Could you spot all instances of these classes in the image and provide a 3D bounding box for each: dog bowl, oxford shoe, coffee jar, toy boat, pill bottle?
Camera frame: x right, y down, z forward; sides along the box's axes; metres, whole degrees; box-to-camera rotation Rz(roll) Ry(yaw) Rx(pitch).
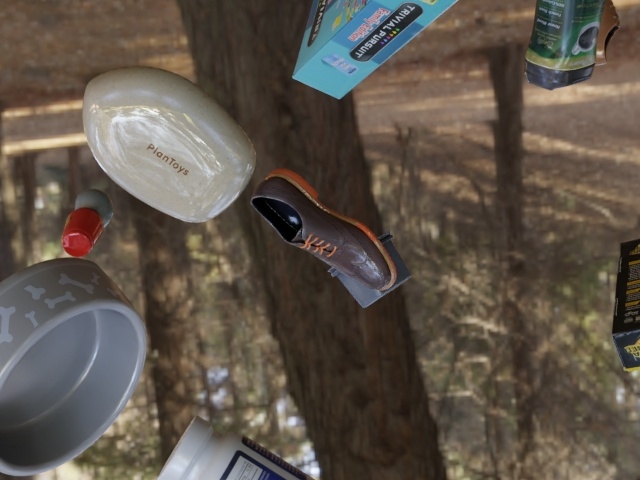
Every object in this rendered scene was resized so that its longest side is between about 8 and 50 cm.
[{"bbox_3d":[-0.408,0.201,1.572,0.102,0.349,0.348,32,-156,29],"label":"dog bowl"},{"bbox_3d":[0.000,0.000,1.677,0.271,0.097,0.098,37,-144,4],"label":"oxford shoe"},{"bbox_3d":[0.324,-0.292,1.364,0.096,0.185,0.079,-20,-144,-38],"label":"coffee jar"},{"bbox_3d":[-0.267,-0.109,1.525,0.318,0.267,0.148,-42,-161,19],"label":"toy boat"},{"bbox_3d":[0.534,-0.430,1.970,0.076,0.212,0.076,9,177,26],"label":"oxford shoe"},{"bbox_3d":[-0.129,0.414,1.737,0.264,0.153,0.153,33,-176,-2],"label":"pill bottle"}]

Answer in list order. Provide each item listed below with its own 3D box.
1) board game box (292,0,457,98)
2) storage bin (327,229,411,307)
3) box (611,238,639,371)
[{"bbox_3d":[0.095,-0.358,1.291,0.079,0.254,0.336,22,156,-19],"label":"board game box"},{"bbox_3d":[0.089,0.057,1.818,0.098,0.091,0.135,-38,173,39],"label":"storage bin"},{"bbox_3d":[0.603,0.063,1.542,0.321,0.079,0.257,-15,-156,26],"label":"box"}]
